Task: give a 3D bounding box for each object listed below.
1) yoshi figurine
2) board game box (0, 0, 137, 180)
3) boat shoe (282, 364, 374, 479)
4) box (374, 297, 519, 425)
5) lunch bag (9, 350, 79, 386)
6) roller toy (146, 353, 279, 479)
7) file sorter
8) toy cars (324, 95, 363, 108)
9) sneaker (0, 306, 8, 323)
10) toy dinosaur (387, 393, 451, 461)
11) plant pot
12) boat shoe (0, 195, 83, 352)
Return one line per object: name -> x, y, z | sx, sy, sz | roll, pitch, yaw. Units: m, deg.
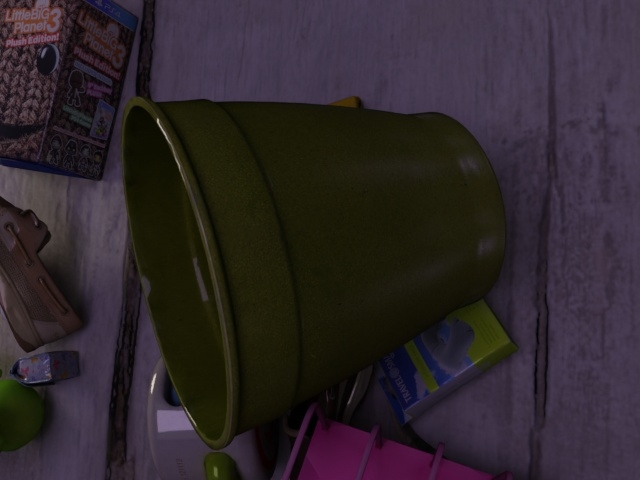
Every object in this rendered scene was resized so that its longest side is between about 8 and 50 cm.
yoshi figurine -> -0.585, 0.284, 1.211 | 0.362, 0.203, 0.203 | 0, 41, 37
board game box -> -0.466, -0.265, 1.235 | 0.232, 0.141, 0.291 | 9, 86, 24
boat shoe -> -0.013, 0.244, 0.964 | 0.095, 0.095, 0.257 | 16, 94, 50
box -> 0.145, 0.140, 0.944 | 0.178, 0.042, 0.109 | -37, 52, 12
lunch bag -> -0.438, 0.204, 1.185 | 0.083, 0.071, 0.053 | -10, 82, 19
roller toy -> -0.141, 0.229, 0.978 | 0.146, 0.209, 0.191 | -6, 85, 7
file sorter -> 0.095, 0.312, 0.774 | 0.291, 0.182, 0.202 | 16, 69, 12
toy cars -> -0.024, -0.022, 1.036 | 0.176, 0.087, 0.393 | 29, 93, 25
sneaker -> -0.509, 0.063, 1.254 | 0.061, 0.054, 0.152 | -20, 80, 10
toy dinosaur -> 0.154, 0.320, 0.918 | 0.268, 0.064, 0.118 | 37, 79, 26
plant pot -> 0.000, 0.000, 0.836 | 0.353, 0.366, 0.366 | -13, 72, -22
boat shoe -> -0.482, 0.001, 1.176 | 0.110, 0.121, 0.341 | -23, 100, -17
